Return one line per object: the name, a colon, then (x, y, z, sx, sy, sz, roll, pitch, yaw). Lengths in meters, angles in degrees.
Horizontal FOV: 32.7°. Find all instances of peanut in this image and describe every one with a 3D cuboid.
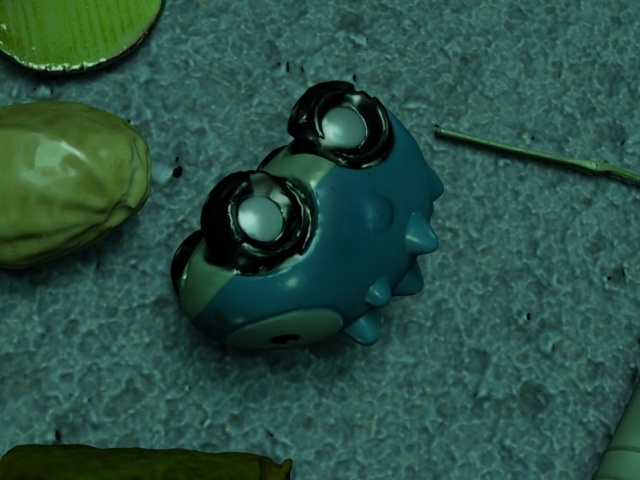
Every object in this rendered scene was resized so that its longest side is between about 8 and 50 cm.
peanut: (-0.296, -0.045, 0.920, 0.305, 0.147, 0.147, -1, 68, -13)

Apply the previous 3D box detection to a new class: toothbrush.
toothbrush: (0.256, -0.078, 1.125, 0.294, 0.026, 0.028, 17, 80, -7)

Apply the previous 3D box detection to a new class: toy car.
toy car: (0.000, 0.000, 0.945, 0.190, 0.188, 0.255, 43, 63, -1)

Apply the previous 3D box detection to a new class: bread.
bread: (-0.263, -0.259, 1.072, 0.228, 0.033, 0.229, 6, 67, -13)

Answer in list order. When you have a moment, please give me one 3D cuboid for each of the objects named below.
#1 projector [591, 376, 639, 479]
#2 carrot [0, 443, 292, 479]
projector: (0.366, 0.116, 1.027, 0.108, 0.108, 0.337, 34, 65, 2)
carrot: (-0.114, 0.269, 0.777, 0.340, 0.241, 0.242, 6, 67, -10)
